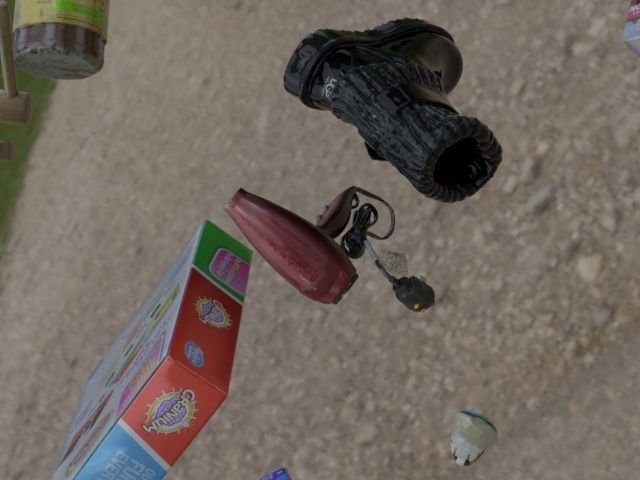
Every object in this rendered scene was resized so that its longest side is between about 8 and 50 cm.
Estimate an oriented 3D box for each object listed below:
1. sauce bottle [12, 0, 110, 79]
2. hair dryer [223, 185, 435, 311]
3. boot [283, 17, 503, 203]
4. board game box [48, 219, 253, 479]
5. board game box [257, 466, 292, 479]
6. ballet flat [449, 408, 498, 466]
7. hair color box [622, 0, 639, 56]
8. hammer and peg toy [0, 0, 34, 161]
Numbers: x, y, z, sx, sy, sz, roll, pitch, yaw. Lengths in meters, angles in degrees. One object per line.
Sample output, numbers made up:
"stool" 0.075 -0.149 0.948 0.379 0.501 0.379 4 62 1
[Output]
"sauce bottle" -0.298 -0.367 1.494 0.111 0.111 0.344 -17 69 62
"hair dryer" 0.000 0.000 1.661 0.080 0.293 0.223 -54 39 25
"boot" 0.143 -0.168 1.630 0.260 0.348 0.131 35 122 27
"board game box" -0.168 0.142 1.229 0.242 0.064 0.316 -52 13 19
"board game box" -0.082 0.508 2.110 0.160 0.210 0.047 -29 -15 1
"ballet flat" 0.174 0.234 1.459 0.052 0.057 0.168 -63 -15 -12
"hair color box" 0.541 -0.199 1.475 0.185 0.374 0.113 -11 54 48
"hammer and peg toy" -0.581 -0.223 2.027 0.361 0.127 0.266 -76 -13 -62
